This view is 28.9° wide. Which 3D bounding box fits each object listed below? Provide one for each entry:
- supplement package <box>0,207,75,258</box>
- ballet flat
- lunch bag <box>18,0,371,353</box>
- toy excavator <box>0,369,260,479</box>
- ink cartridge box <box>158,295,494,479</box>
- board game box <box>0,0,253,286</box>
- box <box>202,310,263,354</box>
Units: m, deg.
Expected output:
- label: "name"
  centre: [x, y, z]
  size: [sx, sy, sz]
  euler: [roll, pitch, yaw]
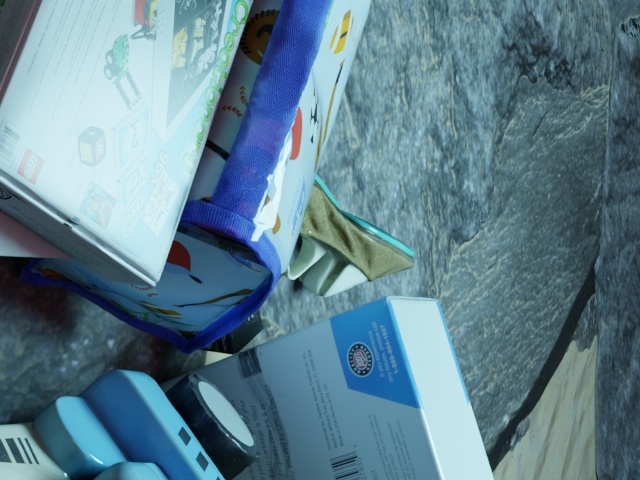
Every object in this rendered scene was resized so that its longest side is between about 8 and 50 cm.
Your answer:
- label: "supplement package"
  centre: [-0.294, -0.094, 0.879]
  size: [0.198, 0.263, 0.199]
  euler: [5, 90, -59]
- label: "ballet flat"
  centre: [0.000, 0.000, 1.555]
  size: [0.124, 0.116, 0.342]
  euler: [-59, 145, -3]
- label: "lunch bag"
  centre: [-0.099, -0.108, 1.084]
  size: [0.239, 0.385, 0.327]
  euler: [23, 71, -16]
- label: "toy excavator"
  centre: [-0.216, 0.204, 1.025]
  size: [0.222, 0.433, 0.445]
  euler: [-40, 164, 5]
- label: "ink cartridge box"
  centre: [0.001, 0.213, 1.328]
  size: [0.129, 0.307, 0.223]
  euler: [4, 66, -60]
- label: "board game box"
  centre: [-0.132, -0.146, 0.831]
  size: [0.193, 0.053, 0.305]
  euler: [44, 57, -53]
- label: "box"
  centre: [-0.117, 0.087, 1.381]
  size: [0.062, 0.083, 0.052]
  euler: [-41, 129, -49]
